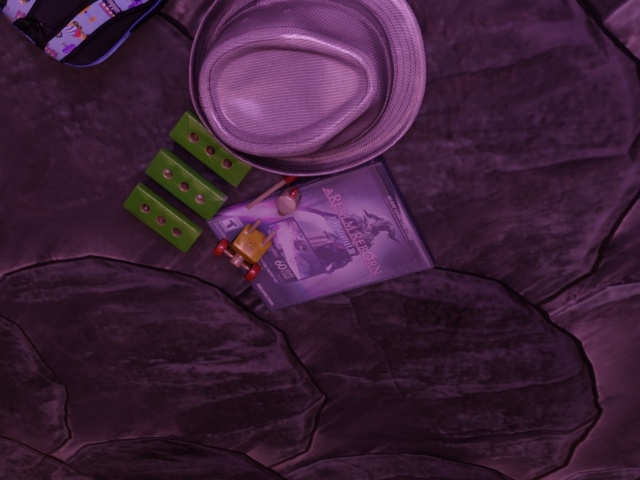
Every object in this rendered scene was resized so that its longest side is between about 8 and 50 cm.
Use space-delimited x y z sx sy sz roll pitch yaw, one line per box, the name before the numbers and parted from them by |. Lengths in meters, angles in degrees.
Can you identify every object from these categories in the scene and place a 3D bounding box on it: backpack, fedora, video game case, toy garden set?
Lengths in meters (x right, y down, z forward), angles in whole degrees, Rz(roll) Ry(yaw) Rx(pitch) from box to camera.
backpack | -0.254 -0.283 0.771 0.173 0.117 0.158 -35 117 31
fedora | -0.022 -0.174 0.783 0.275 0.124 0.243 -1 112 7
video game case | 0.000 0.000 1.027 0.274 0.026 0.196 -16 125 22
toy garden set | -0.116 -0.074 0.950 0.204 0.049 0.244 38 120 -8
